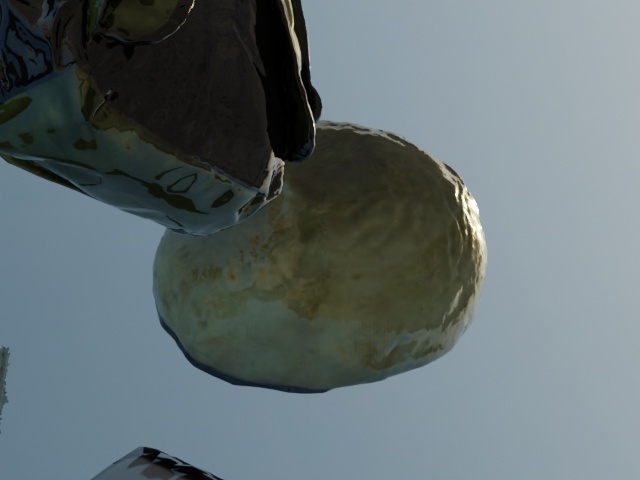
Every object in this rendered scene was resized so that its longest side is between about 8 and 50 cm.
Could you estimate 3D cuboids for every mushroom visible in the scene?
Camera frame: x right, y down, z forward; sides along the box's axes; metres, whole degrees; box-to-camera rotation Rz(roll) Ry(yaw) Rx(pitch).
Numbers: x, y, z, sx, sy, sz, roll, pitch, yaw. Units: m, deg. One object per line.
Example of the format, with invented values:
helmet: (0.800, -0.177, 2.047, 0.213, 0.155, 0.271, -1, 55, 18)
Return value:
mushroom: (-0.005, 0.004, 1.302, 0.267, 0.164, 0.189, 13, -137, 12)

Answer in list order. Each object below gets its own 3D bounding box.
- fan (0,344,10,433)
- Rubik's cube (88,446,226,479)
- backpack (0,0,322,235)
fan: (-0.219, 0.212, 1.013, 0.009, 0.190, 0.329, 39, -134, -47)
Rubik's cube: (-0.053, 0.297, 0.577, 0.303, 0.301, 0.305, -32, -68, -26)
backpack: (-0.098, -0.139, 0.942, 0.207, 0.140, 0.253, 28, -128, -51)
